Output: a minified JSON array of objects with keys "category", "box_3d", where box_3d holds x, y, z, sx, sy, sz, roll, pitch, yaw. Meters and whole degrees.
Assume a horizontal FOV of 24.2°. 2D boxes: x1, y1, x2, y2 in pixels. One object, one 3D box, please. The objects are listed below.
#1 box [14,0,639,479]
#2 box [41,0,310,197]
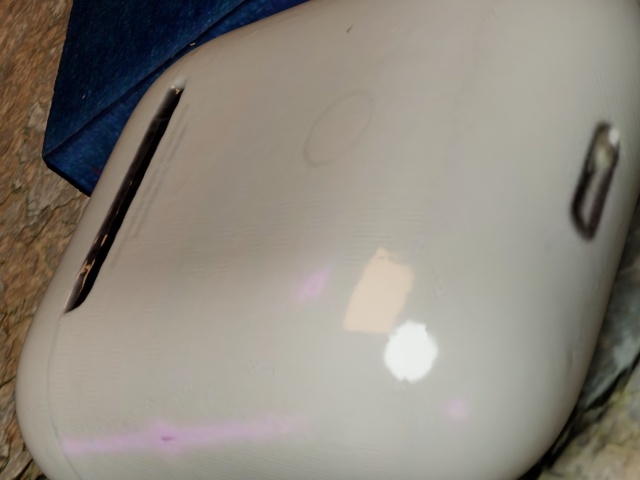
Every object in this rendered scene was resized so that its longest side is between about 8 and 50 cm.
[{"category":"box","box_3d":[-0.001,-0.001,0.741,0.349,0.141,0.289,-12,49,48]},{"category":"box","box_3d":[-0.045,-0.177,1.014,0.279,0.116,0.261,-34,33,29]}]
